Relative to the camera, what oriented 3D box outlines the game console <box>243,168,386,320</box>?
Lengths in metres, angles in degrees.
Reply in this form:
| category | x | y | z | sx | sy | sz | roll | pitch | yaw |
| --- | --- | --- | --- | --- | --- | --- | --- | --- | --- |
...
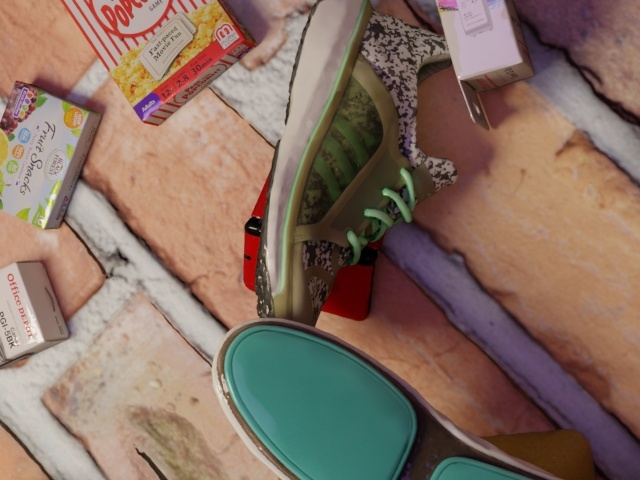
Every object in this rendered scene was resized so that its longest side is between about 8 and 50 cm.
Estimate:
| category | x | y | z | sx | sy | sz | roll | pitch | yaw |
| --- | --- | --- | --- | --- | --- | --- | --- | --- | --- |
| game console | 0.000 | 0.000 | 1.325 | 0.144 | 0.085 | 0.124 | 15 | 125 | 17 |

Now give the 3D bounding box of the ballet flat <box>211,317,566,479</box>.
| category | x | y | z | sx | sy | sz | roll | pitch | yaw |
| --- | --- | --- | --- | --- | --- | --- | --- | --- | --- |
| ballet flat | 0.078 | 0.205 | 1.138 | 0.400 | 0.139 | 0.139 | 28 | 98 | 1 |

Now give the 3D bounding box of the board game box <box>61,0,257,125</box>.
| category | x | y | z | sx | sy | sz | roll | pitch | yaw |
| --- | --- | --- | --- | --- | --- | --- | --- | --- | --- |
| board game box | -0.182 | -0.245 | 1.363 | 0.146 | 0.045 | 0.193 | -38 | 80 | 13 |

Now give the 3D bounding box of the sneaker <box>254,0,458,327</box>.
| category | x | y | z | sx | sy | sz | roll | pitch | yaw |
| --- | --- | --- | --- | --- | --- | --- | --- | --- | --- |
| sneaker | 0.042 | -0.054 | 1.221 | 0.182 | 0.158 | 0.410 | 12 | 78 | -1 |

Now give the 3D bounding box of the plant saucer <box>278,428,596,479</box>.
| category | x | y | z | sx | sy | sz | roll | pitch | yaw |
| --- | --- | --- | --- | --- | --- | --- | --- | --- | --- |
| plant saucer | 0.120 | 0.372 | 1.255 | 0.332 | 0.081 | 0.333 | -8 | 88 | 16 |

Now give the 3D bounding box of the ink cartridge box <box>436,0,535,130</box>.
| category | x | y | z | sx | sy | sz | roll | pitch | yaw |
| --- | --- | --- | --- | --- | --- | --- | --- | --- | --- |
| ink cartridge box | 0.158 | -0.213 | 1.226 | 0.067 | 0.115 | 0.198 | -15 | 87 | 16 |

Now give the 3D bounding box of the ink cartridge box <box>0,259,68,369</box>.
| category | x | y | z | sx | sy | sz | roll | pitch | yaw |
| --- | --- | --- | --- | --- | --- | --- | --- | --- | --- |
| ink cartridge box | -0.365 | 0.092 | 1.411 | 0.135 | 0.056 | 0.099 | -25 | 82 | 16 |

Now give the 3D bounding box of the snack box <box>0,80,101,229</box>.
| category | x | y | z | sx | sy | sz | roll | pitch | yaw |
| --- | --- | --- | --- | --- | --- | --- | --- | --- | --- |
| snack box | -0.317 | -0.095 | 1.407 | 0.100 | 0.037 | 0.141 | 23 | 96 | 14 |
